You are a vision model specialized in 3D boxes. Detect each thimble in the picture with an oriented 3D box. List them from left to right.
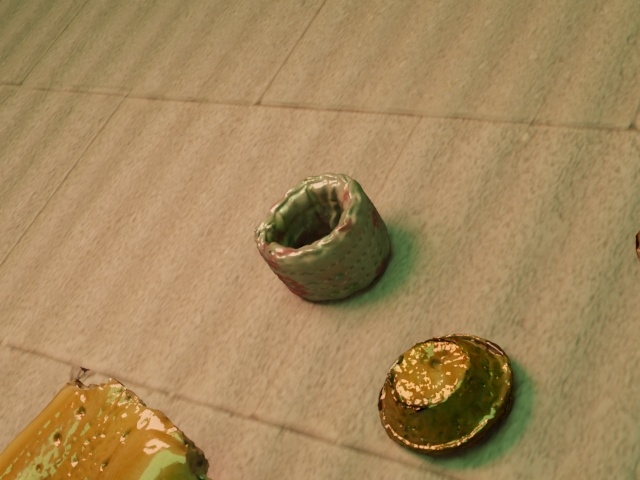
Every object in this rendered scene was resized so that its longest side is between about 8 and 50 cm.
[{"bbox_3d":[0.000,0.000,1.767,0.211,0.149,0.185,-22,46,13],"label":"thimble"}]

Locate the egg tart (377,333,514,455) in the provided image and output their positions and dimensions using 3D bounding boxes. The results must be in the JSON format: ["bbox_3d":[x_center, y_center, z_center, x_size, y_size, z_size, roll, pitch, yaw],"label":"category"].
[{"bbox_3d":[0.172,0.207,1.523,0.212,0.090,0.212,-19,41,17],"label":"egg tart"}]

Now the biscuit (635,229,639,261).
[{"bbox_3d":[0.519,0.001,1.553,0.120,0.015,0.120,-16,45,17],"label":"biscuit"}]

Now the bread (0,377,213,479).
[{"bbox_3d":[-0.323,0.425,1.506,0.361,0.250,0.394,22,69,44],"label":"bread"}]
